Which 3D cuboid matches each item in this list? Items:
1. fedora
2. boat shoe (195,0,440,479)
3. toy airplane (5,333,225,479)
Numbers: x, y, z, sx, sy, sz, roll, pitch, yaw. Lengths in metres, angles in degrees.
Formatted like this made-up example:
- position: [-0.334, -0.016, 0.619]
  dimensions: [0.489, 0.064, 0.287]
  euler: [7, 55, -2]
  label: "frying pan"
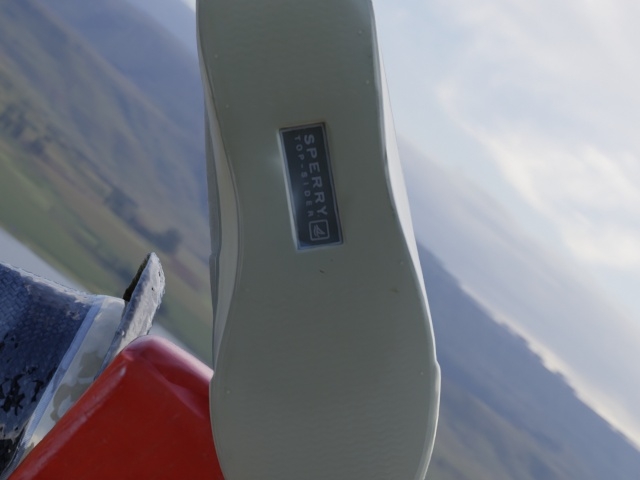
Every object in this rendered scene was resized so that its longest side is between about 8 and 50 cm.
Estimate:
- position: [-0.239, 0.129, 0.975]
  dimensions: [0.152, 0.334, 0.334]
  euler: [28, -3, -7]
  label: "fedora"
- position: [-0.001, 0.000, 0.519]
  dimensions: [0.079, 0.227, 0.081]
  euler: [-4, 10, 3]
  label: "boat shoe"
- position: [-0.131, 0.214, 0.700]
  dimensions: [0.384, 0.272, 0.386]
  euler: [-7, -66, 30]
  label: "toy airplane"
